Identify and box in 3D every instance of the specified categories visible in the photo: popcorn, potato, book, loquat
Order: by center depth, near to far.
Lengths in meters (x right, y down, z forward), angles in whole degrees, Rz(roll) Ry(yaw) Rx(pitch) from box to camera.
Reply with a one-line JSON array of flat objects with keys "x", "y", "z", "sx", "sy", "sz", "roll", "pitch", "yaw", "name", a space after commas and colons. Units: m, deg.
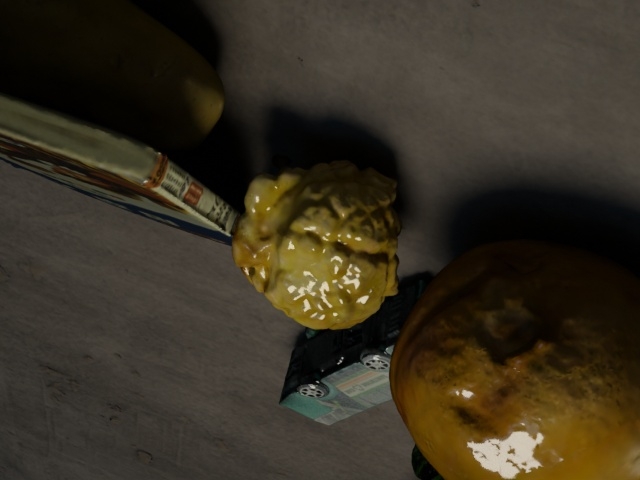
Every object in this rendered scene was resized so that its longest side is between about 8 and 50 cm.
[{"x": -0.230, "y": -0.174, "z": 1.133, "sx": 0.300, "sy": 0.140, "sz": 0.173, "roll": 30, "pitch": -175, "yaw": -7, "name": "potato"}, {"x": -0.230, "y": -0.075, "z": 1.161, "sx": 0.300, "sy": 0.039, "sz": 0.428, "roll": 19, "pitch": 175, "yaw": 10, "name": "book"}, {"x": 0.203, "y": 0.143, "z": 1.174, "sx": 0.276, "sy": 0.276, "sz": 0.284, "roll": 13, "pitch": 144, "yaw": 17, "name": "loquat"}, {"x": 0.000, "y": 0.000, "z": 1.201, "sx": 0.170, "sy": 0.180, "sz": 0.180, "roll": 59, "pitch": 149, "yaw": 22, "name": "popcorn"}]

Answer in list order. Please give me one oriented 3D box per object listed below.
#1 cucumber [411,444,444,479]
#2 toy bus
[{"x": 0.161, "y": 0.219, "z": 1.436, "sx": 0.074, "sy": 0.074, "sz": 0.241, "roll": 25, "pitch": 145, "yaw": 1, "name": "cucumber"}, {"x": 0.052, "y": 0.128, "z": 1.382, "sx": 0.109, "sy": 0.091, "sz": 0.261, "roll": 30, "pitch": 145, "yaw": -23, "name": "toy bus"}]
